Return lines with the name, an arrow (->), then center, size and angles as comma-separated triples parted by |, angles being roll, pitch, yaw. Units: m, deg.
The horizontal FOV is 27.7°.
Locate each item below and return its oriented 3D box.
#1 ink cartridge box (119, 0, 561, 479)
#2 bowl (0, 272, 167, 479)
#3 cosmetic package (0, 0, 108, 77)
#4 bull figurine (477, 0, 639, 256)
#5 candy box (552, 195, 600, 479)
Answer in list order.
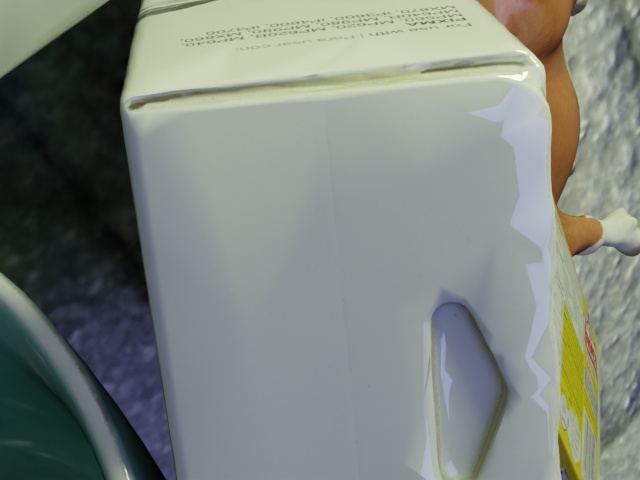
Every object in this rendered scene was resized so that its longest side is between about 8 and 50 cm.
ink cartridge box -> 0.000, 0.000, 0.482 | 0.114, 0.273, 0.197 | -7, 111, -4
bowl -> -0.160, 0.160, 0.472 | 0.311, 0.311, 0.163 | -56, 154, -2
cosmetic package -> -0.222, -0.136, 0.379 | 0.377, 0.097, 0.284 | -40, 134, -17
bull figurine -> 0.092, -0.042, 0.684 | 0.188, 0.101, 0.310 | -23, 131, -38
candy box -> 0.109, 0.056, 0.619 | 0.206, 0.027, 0.105 | 58, 31, -54
